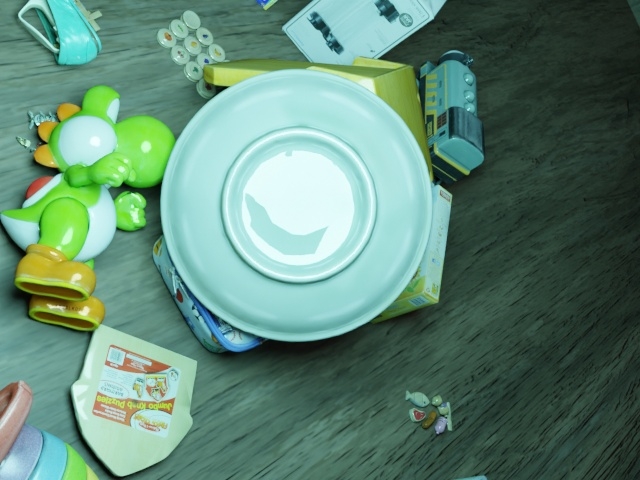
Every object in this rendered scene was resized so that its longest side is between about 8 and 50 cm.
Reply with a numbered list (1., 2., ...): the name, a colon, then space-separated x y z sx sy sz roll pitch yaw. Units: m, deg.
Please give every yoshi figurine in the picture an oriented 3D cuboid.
1. yoshi figurine: -0.301 -0.062 1.171 0.203 0.203 0.362 38 47 -44

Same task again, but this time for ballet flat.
1. ballet flat: -0.434 -0.378 1.253 0.087 0.083 0.247 -32 93 -30

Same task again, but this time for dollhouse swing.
1. dollhouse swing: 0.003 -0.184 1.427 0.347 0.304 0.315 -45 125 -68

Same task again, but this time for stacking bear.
1. stacking bear: -0.329 0.327 0.997 0.289 0.175 0.164 47 45 -27

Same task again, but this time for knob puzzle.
1. knob puzzle: -0.271 0.239 1.166 0.213 0.030 0.213 19 60 -36

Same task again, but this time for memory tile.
1. memory tile: -0.219 -0.336 1.470 0.148 0.012 0.113 51 47 -12

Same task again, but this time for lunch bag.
1. lunch bag: -0.108 0.026 1.307 0.303 0.115 0.243 -30 96 -29

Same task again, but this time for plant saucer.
1. plant saucer: -0.030 -0.049 1.161 0.400 0.100 0.401 0 92 -4

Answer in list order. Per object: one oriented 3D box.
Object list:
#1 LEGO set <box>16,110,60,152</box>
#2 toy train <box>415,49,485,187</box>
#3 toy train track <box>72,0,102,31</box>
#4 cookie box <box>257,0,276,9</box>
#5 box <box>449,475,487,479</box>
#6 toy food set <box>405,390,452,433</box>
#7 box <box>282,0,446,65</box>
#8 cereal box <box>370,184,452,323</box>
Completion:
1. LEGO set: -0.414 -0.168 1.216 0.054 0.023 0.083 30 54 -29
2. toy train: 0.251 -0.252 1.715 0.142 0.190 0.334 31 47 -29
3. toy train track: -0.390 -0.375 1.334 0.048 0.014 0.083 -39 94 -37
4. cookie box: -0.112 -0.517 1.588 0.107 0.091 0.040 42 52 -20
5. box: 0.122 0.433 1.216 0.231 0.261 0.127 39 39 -71
6. toy food set: 0.214 0.331 1.566 0.122 0.019 0.078 16 62 -37
7. box: 0.080 -0.440 1.589 0.169 0.290 0.087 47 46 -14
8. cereal box: 0.161 0.026 1.543 0.047 0.173 0.240 33 54 -28
